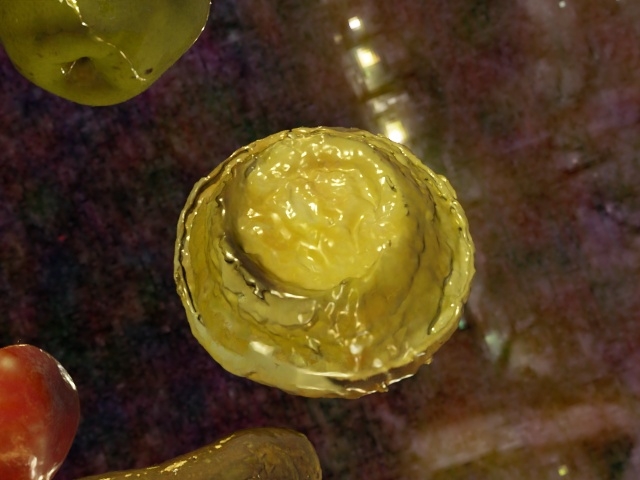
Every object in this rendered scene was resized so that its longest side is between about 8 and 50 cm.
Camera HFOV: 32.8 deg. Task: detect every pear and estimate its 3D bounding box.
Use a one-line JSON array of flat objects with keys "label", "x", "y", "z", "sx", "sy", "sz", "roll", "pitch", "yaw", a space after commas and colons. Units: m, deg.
[{"label": "pear", "x": -0.281, "y": -0.325, "z": 1.360, "sx": 0.294, "sy": 0.294, "sz": 0.294, "roll": -21, "pitch": 90, "yaw": -84}]

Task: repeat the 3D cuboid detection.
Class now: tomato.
[{"label": "tomato", "x": -0.305, "y": 0.196, "z": 1.111, "sx": 0.166, "sy": 0.082, "sz": 0.174, "roll": -62, "pitch": 161, "yaw": -14}]

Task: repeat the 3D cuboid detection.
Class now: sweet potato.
[{"label": "sweet potato", "x": -0.134, "y": 0.200, "z": 0.794, "sx": 0.112, "sy": 0.286, "sz": 0.085, "roll": -133, "pitch": -144, "yaw": -64}]

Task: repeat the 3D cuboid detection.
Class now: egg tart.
[{"label": "egg tart", "x": 0.000, "y": 0.000, "z": 1.170, "sx": 0.132, "sy": 0.345, "sz": 0.345, "roll": 82, "pitch": -9, "yaw": -62}]
